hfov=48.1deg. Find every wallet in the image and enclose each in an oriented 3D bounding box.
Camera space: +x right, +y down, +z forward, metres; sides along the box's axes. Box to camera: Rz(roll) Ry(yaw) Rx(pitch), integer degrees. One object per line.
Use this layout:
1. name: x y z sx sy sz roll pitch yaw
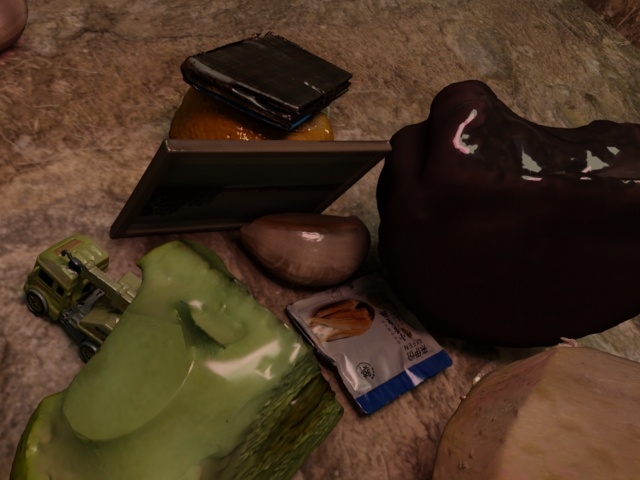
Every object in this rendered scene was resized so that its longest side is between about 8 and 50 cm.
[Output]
1. wallet: -0.062 -0.234 1.020 0.169 0.044 0.317 28 26 4

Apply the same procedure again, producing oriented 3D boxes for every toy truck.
1. toy truck: -0.221 0.065 0.741 0.169 0.100 0.077 41 41 9

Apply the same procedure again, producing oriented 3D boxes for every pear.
1. pear: -0.133 0.171 0.618 0.176 0.286 0.282 33 74 22

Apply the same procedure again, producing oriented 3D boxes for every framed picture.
1. framed picture: -0.084 -0.061 0.864 0.289 0.213 0.016 -5 68 -35

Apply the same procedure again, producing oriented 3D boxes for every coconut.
1. coconut: 0.301 0.277 0.716 0.352 0.353 0.353 17 44 -17

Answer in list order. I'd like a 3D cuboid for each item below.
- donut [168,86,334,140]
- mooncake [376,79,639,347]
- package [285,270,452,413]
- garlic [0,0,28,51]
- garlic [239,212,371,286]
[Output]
1. donut: -0.093 -0.152 1.027 0.253 0.118 0.253 22 27 -12
2. mooncake: 0.250 -0.025 0.920 0.381 0.351 0.212 20 35 -14
3. package: 0.065 0.122 0.918 0.171 0.027 0.173 -19 58 -41
4. garlic: -0.484 -0.343 0.987 0.148 0.128 0.266 14 33 -37
5. garlic: 0.000 0.008 0.946 0.195 0.087 0.101 -5 38 -34
